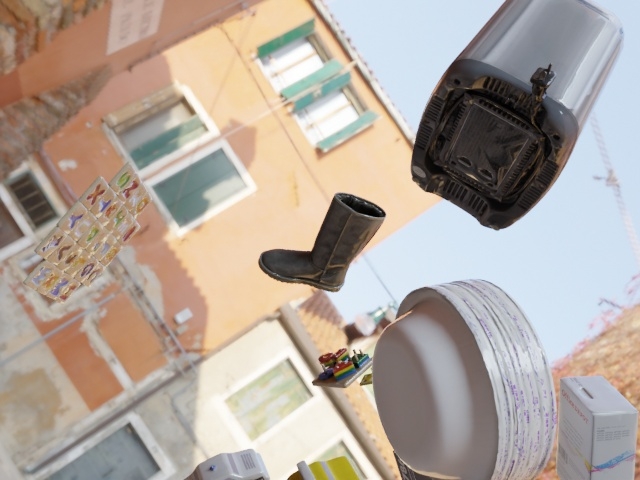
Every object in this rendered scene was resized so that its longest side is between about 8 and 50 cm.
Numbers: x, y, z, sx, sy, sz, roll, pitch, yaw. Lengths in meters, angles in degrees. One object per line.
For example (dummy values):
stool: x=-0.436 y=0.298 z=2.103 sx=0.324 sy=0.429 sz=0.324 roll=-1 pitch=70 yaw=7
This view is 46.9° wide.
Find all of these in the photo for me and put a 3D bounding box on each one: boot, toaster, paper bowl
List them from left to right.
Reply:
boot: x=-0.001 y=-0.002 z=1.357 sx=0.208 sy=0.190 sz=0.076 roll=115 pitch=-19 yaw=-46
paper bowl: x=0.169 y=0.199 z=0.984 sx=0.284 sy=0.148 sz=0.284 roll=172 pitch=-90 yaw=-69
toaster: x=0.174 y=-0.124 z=0.655 sx=0.129 sy=0.146 sz=0.227 roll=31 pitch=-25 yaw=10

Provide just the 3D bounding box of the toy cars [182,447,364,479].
toy cars: x=-0.109 y=0.461 z=1.412 sx=0.394 sy=0.176 sz=0.087 roll=-3 pitch=-57 yaw=25

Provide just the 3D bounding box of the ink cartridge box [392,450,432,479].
ink cartridge box: x=0.257 y=0.555 z=1.666 sx=0.333 sy=0.065 sz=0.165 roll=-15 pitch=-86 yaw=68

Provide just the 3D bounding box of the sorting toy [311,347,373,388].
sorting toy: x=0.061 y=0.327 z=1.916 sx=0.275 sy=0.132 sz=0.046 roll=-8 pitch=-70 yaw=48

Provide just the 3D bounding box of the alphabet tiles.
alphabet tiles: x=-0.438 y=-0.006 z=1.426 sx=0.011 sy=0.285 sz=0.342 roll=36 pitch=-13 yaw=6

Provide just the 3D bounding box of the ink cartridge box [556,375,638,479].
ink cartridge box: x=0.422 y=0.313 z=1.134 sx=0.127 sy=0.073 sz=0.175 roll=-104 pitch=-169 yaw=-74
